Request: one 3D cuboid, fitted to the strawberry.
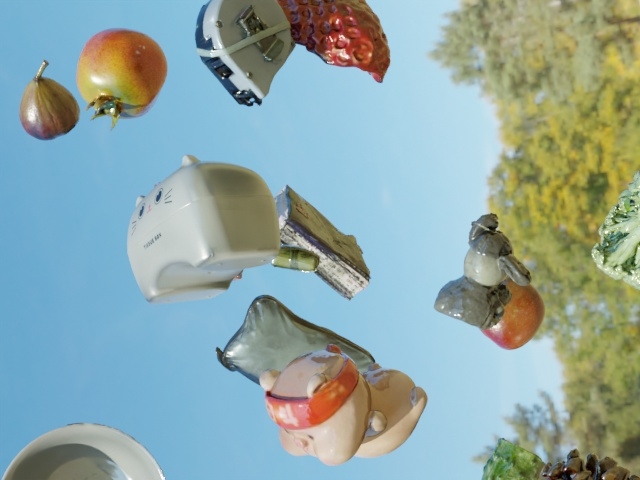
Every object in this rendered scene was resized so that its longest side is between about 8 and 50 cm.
[{"bbox_3d":[0.030,-0.437,1.876,0.265,0.336,0.149,12,-69,-43],"label":"strawberry"}]

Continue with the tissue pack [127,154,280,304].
[{"bbox_3d":[-0.245,-0.024,1.924,0.230,0.333,0.235,-3,-109,-40],"label":"tissue pack"}]

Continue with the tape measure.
[{"bbox_3d":[-0.138,-0.368,1.720,0.181,0.107,0.182,42,-118,-30],"label":"tape measure"}]

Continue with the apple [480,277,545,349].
[{"bbox_3d":[0.476,0.183,2.390,0.181,0.168,0.181,46,175,5],"label":"apple"}]

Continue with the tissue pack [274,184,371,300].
[{"bbox_3d":[0.000,0.000,2.728,0.332,0.123,0.245,40,-160,-20],"label":"tissue pack"}]

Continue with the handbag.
[{"bbox_3d":[-0.053,0.262,2.073,0.191,0.332,0.075,-60,6,7],"label":"handbag"}]

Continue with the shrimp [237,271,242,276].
[{"bbox_3d":[-0.261,0.045,2.302,0.219,0.152,0.046,-82,7,-76],"label":"shrimp"}]

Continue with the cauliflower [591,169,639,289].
[{"bbox_3d":[0.697,-0.034,1.950,0.272,0.275,0.250,-33,-61,-41],"label":"cauliflower"}]

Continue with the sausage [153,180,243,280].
[{"bbox_3d":[-0.321,-0.031,2.524,0.348,0.097,0.094,55,-153,-22],"label":"sausage"}]

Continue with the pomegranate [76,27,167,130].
[{"bbox_3d":[-0.479,-0.384,2.244,0.221,0.221,0.256,56,-140,-45],"label":"pomegranate"}]

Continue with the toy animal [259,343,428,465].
[{"bbox_3d":[0.025,0.223,1.264,0.198,0.171,0.171,16,-121,-29],"label":"toy animal"}]

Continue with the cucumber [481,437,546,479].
[{"bbox_3d":[0.438,0.610,2.279,0.244,0.134,0.134,-57,-39,-18],"label":"cucumber"}]

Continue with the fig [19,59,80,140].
[{"bbox_3d":[-0.409,-0.211,1.392,0.088,0.089,0.125,-78,-14,-45],"label":"fig"}]

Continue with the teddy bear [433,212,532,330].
[{"bbox_3d":[0.366,0.086,2.020,0.144,0.251,0.171,16,-160,-49],"label":"teddy bear"}]

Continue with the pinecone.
[{"bbox_3d":[0.497,0.503,1.665,0.309,0.244,0.244,-121,8,-63],"label":"pinecone"}]

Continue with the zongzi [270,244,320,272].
[{"bbox_3d":[-0.045,0.038,2.011,0.113,0.104,0.052,-11,-67,-80],"label":"zongzi"}]

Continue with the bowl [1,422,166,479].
[{"bbox_3d":[-0.481,0.544,1.953,0.157,0.346,0.345,138,123,-81],"label":"bowl"}]
